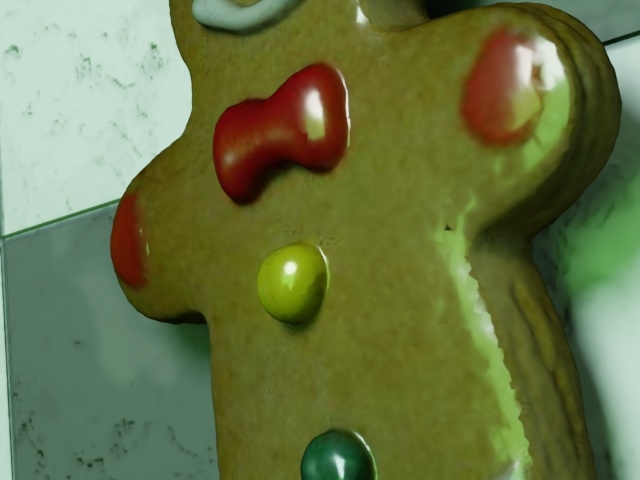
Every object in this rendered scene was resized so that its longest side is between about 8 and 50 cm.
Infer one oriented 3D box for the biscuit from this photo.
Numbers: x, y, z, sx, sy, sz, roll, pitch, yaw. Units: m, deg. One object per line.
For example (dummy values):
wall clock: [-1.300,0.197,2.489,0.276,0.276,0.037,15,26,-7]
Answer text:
biscuit: [-0.001,0.000,0.634,0.283,0.064,0.432,-18,76,43]
